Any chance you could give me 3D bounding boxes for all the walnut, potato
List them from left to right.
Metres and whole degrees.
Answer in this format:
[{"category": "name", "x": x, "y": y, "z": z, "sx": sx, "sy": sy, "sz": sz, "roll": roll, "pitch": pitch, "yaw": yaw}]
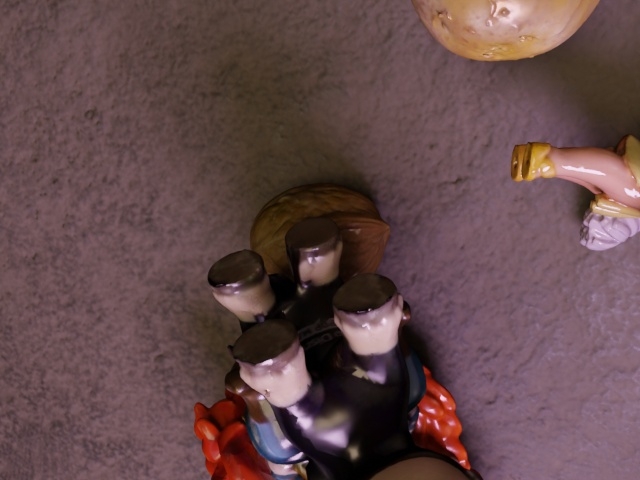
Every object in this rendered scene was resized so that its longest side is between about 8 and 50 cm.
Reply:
[{"category": "walnut", "x": 0.000, "y": 0.000, "z": 0.712, "sx": 0.124, "sy": 0.105, "sz": 0.105, "roll": -16, "pitch": 99, "yaw": 16}, {"category": "potato", "x": 0.136, "y": -0.245, "z": 0.583, "sx": 0.150, "sy": 0.146, "sz": 0.234, "roll": 10, "pitch": 95, "yaw": -29}]

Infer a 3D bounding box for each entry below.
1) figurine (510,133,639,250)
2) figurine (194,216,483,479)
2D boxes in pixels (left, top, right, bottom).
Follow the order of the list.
[{"category": "figurine", "x": 0.262, "y": -0.044, "z": 0.588, "sx": 0.240, "sy": 0.175, "sz": 0.115, "roll": -8, "pitch": 100, "yaw": 1}, {"category": "figurine", "x": 0.027, "y": 0.177, "z": 0.634, "sx": 0.306, "sy": 0.241, "sz": 0.412, "roll": 45, "pitch": 156, "yaw": 24}]
